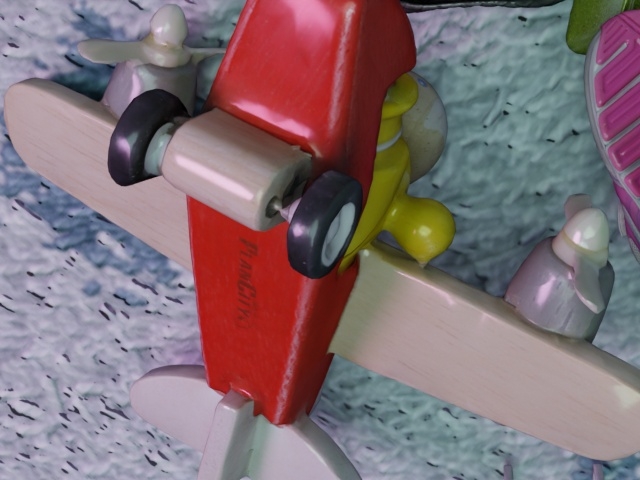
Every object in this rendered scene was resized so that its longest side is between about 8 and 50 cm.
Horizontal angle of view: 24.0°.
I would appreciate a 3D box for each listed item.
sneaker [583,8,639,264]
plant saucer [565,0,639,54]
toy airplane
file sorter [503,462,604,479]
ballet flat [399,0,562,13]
[{"bbox_3d":[0.239,-0.035,1.016,0.103,0.111,0.252,-26,101,-7],"label":"sneaker"},{"bbox_3d":[0.275,-0.196,1.002,0.188,0.045,0.188,12,107,3],"label":"plant saucer"},{"bbox_3d":[0.000,0.000,1.003,0.384,0.272,0.386,-16,118,49],"label":"toy airplane"},{"bbox_3d":[0.268,0.257,1.061,0.277,0.193,0.173,-3,103,7],"label":"file sorter"},{"bbox_3d":[0.093,-0.183,1.023,0.173,0.049,0.057,-2,105,7],"label":"ballet flat"}]
